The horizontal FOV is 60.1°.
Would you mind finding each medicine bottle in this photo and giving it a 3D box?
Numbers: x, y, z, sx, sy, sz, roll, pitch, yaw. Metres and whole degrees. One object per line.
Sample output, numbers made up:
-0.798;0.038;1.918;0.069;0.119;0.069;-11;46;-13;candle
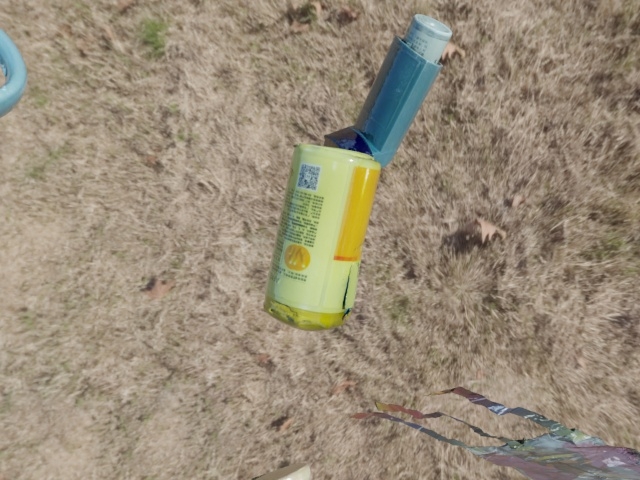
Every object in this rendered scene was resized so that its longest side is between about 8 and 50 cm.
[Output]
0.103;-0.213;0.849;0.079;0.124;0.258;54;132;33;medicine bottle
0.000;0.000;0.715;0.124;0.124;0.239;13;99;15;medicine bottle

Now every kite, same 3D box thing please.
0.202;0.199;0.531;0.204;0.360;0.022;-30;42;49;kite

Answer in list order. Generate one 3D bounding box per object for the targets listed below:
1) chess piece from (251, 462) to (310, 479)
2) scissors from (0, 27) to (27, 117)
-0.033;0.389;0.721;0.094;0.094;0.170;-22;79;12;chess piece
-0.344;-0.228;0.463;0.032;0.180;0.393;-49;46;25;scissors
